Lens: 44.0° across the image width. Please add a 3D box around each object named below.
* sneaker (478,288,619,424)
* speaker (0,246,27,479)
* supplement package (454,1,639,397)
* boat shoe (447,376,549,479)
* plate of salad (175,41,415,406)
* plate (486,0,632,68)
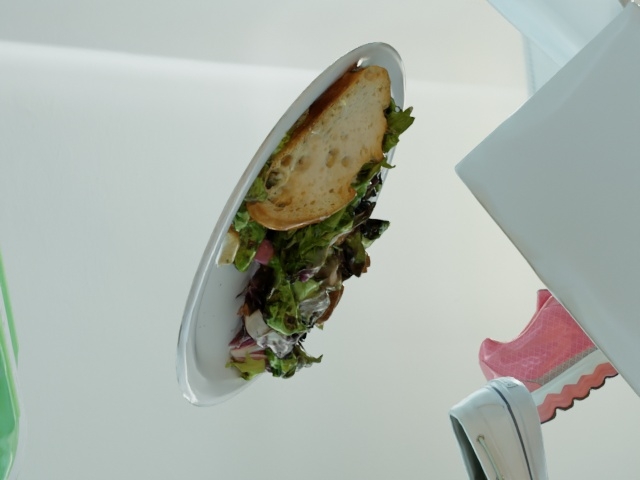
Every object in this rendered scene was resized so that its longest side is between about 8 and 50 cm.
[{"bbox_3d":[0.328,0.095,0.948,0.314,0.116,0.136,-34,-106,2],"label":"sneaker"},{"bbox_3d":[-0.218,0.040,0.381,0.131,0.296,0.131,6,-136,-6],"label":"speaker"},{"bbox_3d":[0.236,-0.021,0.533,0.194,0.149,0.203,55,-154,20],"label":"supplement package"},{"bbox_3d":[0.159,0.232,0.685,0.076,0.083,0.226,-18,-86,-17],"label":"boat shoe"},{"bbox_3d":[0.000,0.000,0.394,0.048,0.199,0.199,28,-112,16],"label":"plate of salad"},{"bbox_3d":[0.177,-0.253,0.702,0.045,0.277,0.278,-43,-108,9],"label":"plate"}]
